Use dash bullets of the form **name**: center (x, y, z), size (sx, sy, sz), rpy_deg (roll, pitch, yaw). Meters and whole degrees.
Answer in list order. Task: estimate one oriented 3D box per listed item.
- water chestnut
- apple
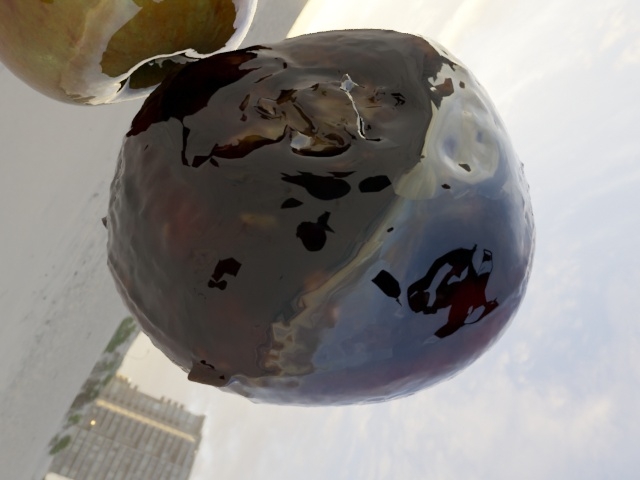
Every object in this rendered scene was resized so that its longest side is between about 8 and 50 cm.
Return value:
- **water chestnut**: center (0.000, 0.000, 0.477), size (0.350, 0.350, 0.302), rpy_deg (-81, 167, -46)
- **apple**: center (-0.170, -0.230, 0.471), size (0.237, 0.207, 0.237), rpy_deg (-24, -176, 2)
